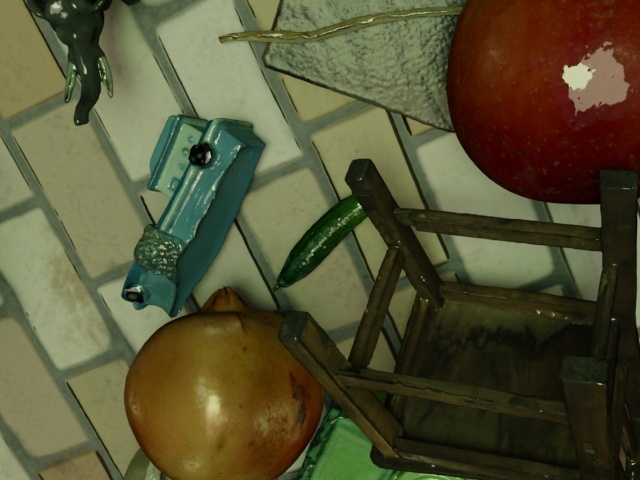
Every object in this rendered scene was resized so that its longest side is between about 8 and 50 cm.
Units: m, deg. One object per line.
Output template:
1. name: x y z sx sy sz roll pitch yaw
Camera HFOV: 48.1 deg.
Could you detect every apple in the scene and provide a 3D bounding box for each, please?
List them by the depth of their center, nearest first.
1. apple: 0.218 -0.138 0.614 0.218 0.218 0.201 -3 120 6

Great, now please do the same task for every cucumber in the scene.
1. cucumber: 0.000 0.000 0.773 0.037 0.037 0.155 43 105 -8

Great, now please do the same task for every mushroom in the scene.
1. mushroom: 0.039 -0.211 0.708 0.286 0.028 0.026 1 150 6

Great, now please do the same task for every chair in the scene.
1. chair: 0.171 0.134 0.676 0.240 0.203 0.416 2 144 27

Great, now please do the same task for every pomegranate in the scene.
1. pomegranate: -0.097 0.162 0.751 0.209 0.209 0.209 2 107 5

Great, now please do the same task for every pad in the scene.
1. pad: 0.090 -0.291 0.690 0.220 0.004 0.330 19 108 0

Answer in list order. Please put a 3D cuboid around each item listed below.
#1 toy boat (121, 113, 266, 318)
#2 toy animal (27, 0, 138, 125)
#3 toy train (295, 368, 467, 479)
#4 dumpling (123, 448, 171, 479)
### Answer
1. toy boat: -0.151 -0.026 0.751 0.098 0.109 0.238 31 105 17
2. toy animal: -0.225 -0.242 0.670 0.082 0.137 0.269 -6 98 5
3. toy train: 0.062 0.282 0.797 0.188 0.159 0.271 25 109 7
4. dumpling: -0.178 0.304 0.837 0.118 0.136 0.199 -3 117 -1
